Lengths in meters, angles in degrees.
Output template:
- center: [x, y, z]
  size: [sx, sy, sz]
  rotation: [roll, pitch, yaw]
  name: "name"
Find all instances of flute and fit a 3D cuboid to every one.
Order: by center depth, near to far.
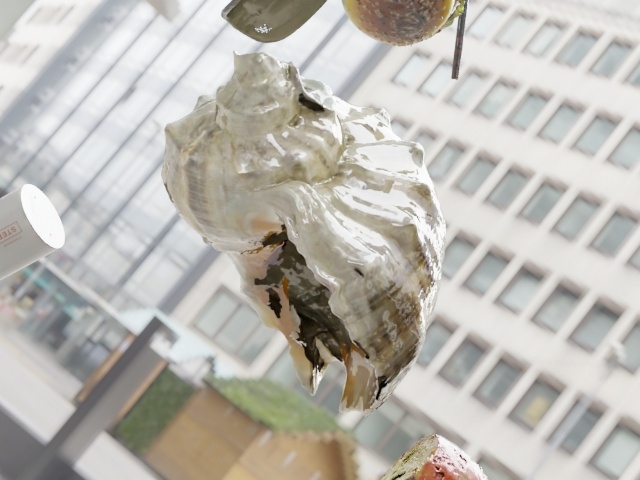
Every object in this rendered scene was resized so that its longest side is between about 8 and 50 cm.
- center: [0.202, -0.356, 2.028]
  size: [0.014, 0.270, 0.014]
  rotation: [7, -2, 0]
  name: "flute"

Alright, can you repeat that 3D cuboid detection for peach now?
- center: [0.118, 0.251, 1.466]
  size: [0.127, 0.092, 0.172]
  rotation: [40, -26, 26]
  name: "peach"

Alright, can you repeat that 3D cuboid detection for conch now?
- center: [0.010, -0.013, 1.020]
  size: [0.210, 0.159, 0.291]
  rotation: [27, -26, 41]
  name: "conch"

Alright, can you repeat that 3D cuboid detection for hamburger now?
- center: [0.091, -0.273, 1.608]
  size: [0.141, 0.126, 0.081]
  rotation: [31, 38, -37]
  name: "hamburger"

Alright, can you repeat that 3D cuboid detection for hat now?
- center: [-0.047, -0.311, 1.641]
  size: [0.085, 0.175, 0.147]
  rotation: [53, 5, 34]
  name: "hat"

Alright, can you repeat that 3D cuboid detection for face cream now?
- center: [-0.455, 0.015, 1.940]
  size: [0.096, 0.214, 0.096]
  rotation: [56, 15, -24]
  name: "face cream"
